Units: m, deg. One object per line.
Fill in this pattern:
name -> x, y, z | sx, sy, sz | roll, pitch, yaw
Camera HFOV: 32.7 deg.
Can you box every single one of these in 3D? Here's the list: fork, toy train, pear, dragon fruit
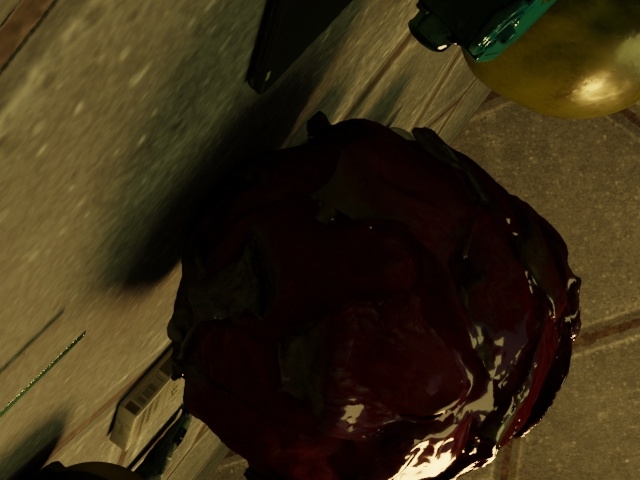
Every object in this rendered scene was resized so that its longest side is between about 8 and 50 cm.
fork -> -0.223, 0.128, 0.645 | 0.235, 0.021, 0.039 | -50, 178, -36
toy train -> 0.165, -0.239, 0.930 | 0.198, 0.107, 0.154 | -45, 171, 26
pear -> 0.265, -0.248, 1.159 | 0.253, 0.253, 0.307 | -51, -175, -11
dragon fruit -> 0.041, 0.057, 0.871 | 0.329, 0.329, 0.329 | -52, 175, -7

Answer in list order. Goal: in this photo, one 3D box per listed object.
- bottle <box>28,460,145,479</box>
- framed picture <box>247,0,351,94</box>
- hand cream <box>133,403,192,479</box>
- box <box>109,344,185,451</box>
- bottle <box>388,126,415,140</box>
bottle -> -0.245, 0.312, 0.868 | 0.171, 0.172, 0.351 | -56, 175, 32
framed picture -> 0.077, -0.263, 0.675 | 0.338, 0.014, 0.255 | -50, 174, -27
hand cream -> -0.263, 0.339, 1.575 | 0.075, 0.052, 0.248 | -24, -156, 48
box -> -0.156, 0.139, 1.212 | 0.198, 0.029, 0.109 | -49, 173, -33
bottle -> 0.073, -0.073, 1.596 | 0.060, 0.060, 0.217 | -47, 171, -45
